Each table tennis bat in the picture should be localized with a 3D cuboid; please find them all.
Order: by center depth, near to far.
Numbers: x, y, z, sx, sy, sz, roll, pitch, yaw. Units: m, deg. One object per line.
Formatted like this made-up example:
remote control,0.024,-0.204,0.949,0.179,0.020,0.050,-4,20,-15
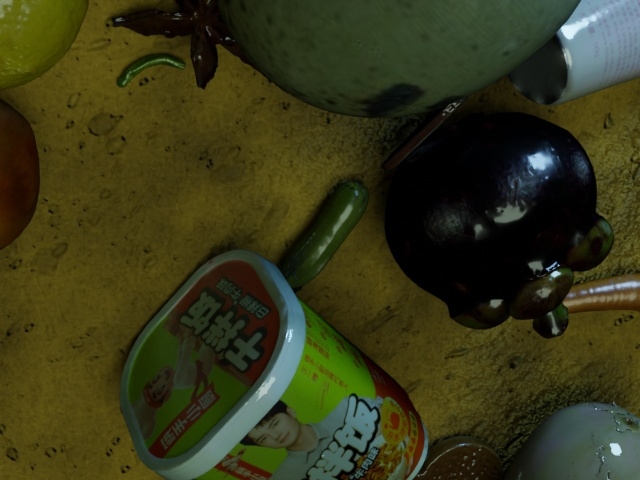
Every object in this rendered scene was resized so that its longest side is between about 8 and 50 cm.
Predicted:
table tennis bat,0.172,-0.180,1.503,0.022,0.173,0.301,46,132,-2

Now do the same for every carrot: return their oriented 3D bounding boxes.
carrot,0.420,0.076,1.801,0.271,0.066,0.062,5,69,-17

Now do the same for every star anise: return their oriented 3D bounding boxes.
star anise,-0.127,-0.238,1.484,0.158,0.144,0.140,-42,74,-4

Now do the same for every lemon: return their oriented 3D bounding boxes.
lemon,-0.337,-0.253,1.323,0.192,0.192,0.231,30,103,-27

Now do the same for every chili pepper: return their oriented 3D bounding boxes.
chili pepper,-0.197,-0.198,1.494,0.083,0.017,0.030,-23,119,-3

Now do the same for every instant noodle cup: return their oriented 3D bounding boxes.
instant noodle cup,-0.043,0.208,1.605,0.308,0.294,0.294,36,99,-35

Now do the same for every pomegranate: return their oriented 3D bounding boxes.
pomegranate,-0.394,-0.072,1.396,0.191,0.191,0.191,-7,116,-15

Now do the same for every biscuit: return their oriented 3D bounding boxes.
biscuit,0.155,0.371,1.857,0.236,0.039,0.180,-30,117,-4

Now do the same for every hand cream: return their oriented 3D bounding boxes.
hand cream,0.387,-0.272,1.594,0.358,0.118,0.186,-22,118,-27

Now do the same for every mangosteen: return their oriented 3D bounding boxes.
mangosteen,0.219,-0.018,1.597,0.287,0.233,0.288,-8,111,-21

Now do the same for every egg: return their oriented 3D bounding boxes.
egg,0.084,-0.303,1.318,0.345,0.428,0.345,12,74,-45

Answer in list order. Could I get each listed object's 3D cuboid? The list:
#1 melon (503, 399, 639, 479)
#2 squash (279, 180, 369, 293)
melon,0.365,0.373,1.821,0.223,0.223,0.317,15,109,-23
squash,0.000,0.000,1.632,0.052,0.052,0.183,32,104,-27
